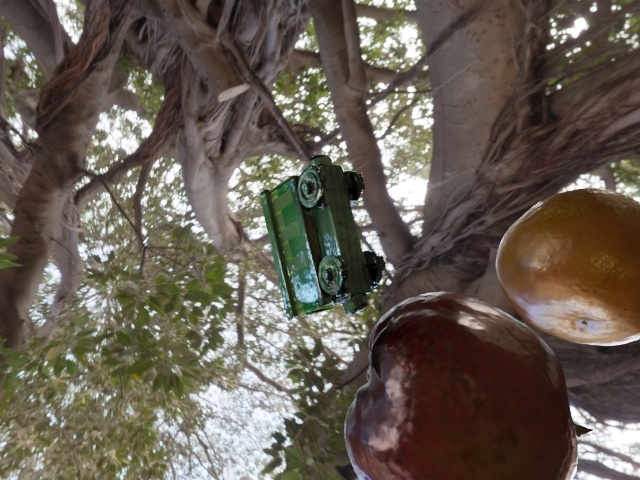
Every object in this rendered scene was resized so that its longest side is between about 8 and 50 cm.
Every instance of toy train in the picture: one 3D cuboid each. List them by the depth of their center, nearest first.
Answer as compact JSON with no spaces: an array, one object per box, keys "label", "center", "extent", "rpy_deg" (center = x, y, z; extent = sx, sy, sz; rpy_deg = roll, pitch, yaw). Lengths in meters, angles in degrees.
[{"label":"toy train","center":[0.000,0.000,0.879],"extent":[0.120,0.202,0.300],"rpy_deg":[-3,-107,-41]}]

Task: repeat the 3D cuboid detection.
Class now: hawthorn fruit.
[{"label":"hawthorn fruit","center":[0.251,0.287,0.810],"extent":[0.403,0.403,0.402],"rpy_deg":[3,-96,-24]}]

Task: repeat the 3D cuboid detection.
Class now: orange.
[{"label":"orange","center":[0.246,0.022,0.437],"extent":[0.155,0.155,0.134],"rpy_deg":[35,-128,-17]}]
